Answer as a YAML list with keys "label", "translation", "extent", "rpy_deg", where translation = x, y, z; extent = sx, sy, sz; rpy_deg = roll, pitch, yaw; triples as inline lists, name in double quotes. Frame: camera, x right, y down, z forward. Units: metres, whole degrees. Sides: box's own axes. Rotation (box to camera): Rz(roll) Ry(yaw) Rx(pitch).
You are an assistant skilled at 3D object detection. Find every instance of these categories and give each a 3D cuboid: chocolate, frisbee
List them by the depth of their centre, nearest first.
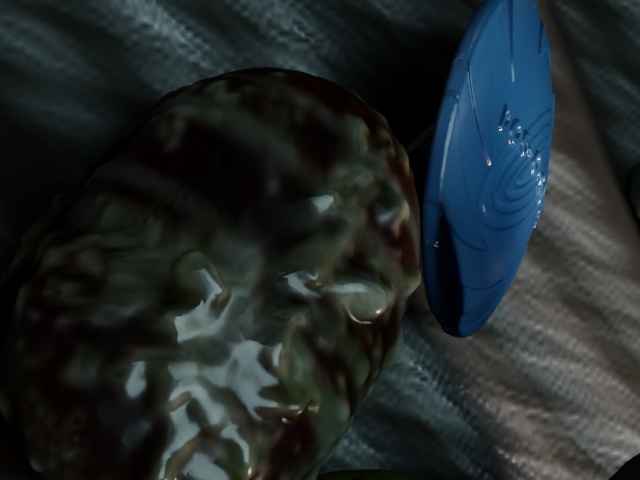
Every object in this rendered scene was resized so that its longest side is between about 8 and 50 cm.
- label: "chocolate"
  translation: [-0.062, 0.041, 0.927]
  extent: [0.225, 0.210, 0.340]
  rpy_deg: [38, 65, -5]
- label: "frisbee"
  translation: [0.126, -0.051, 1.107]
  extent: [0.242, 0.045, 0.242]
  rpy_deg: [10, 90, -68]

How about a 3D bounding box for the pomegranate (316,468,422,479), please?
- label: "pomegranate"
  translation: [0.026, 0.244, 1.012]
  extent: [0.180, 0.180, 0.210]
  rpy_deg: [48, 24, -23]

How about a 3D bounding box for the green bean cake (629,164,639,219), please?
- label: "green bean cake"
  translation: [0.355, -0.020, 1.311]
  extent: [0.185, 0.094, 0.183]
  rpy_deg: [-37, 108, -34]

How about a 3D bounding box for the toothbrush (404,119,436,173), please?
- label: "toothbrush"
  translation: [0.000, 0.000, 1.103]
  extent: [0.413, 0.035, 0.042]
  rpy_deg: [-39, 145, -27]

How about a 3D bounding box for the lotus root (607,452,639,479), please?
- label: "lotus root"
  translation: [0.142, 0.299, 1.031]
  extent: [0.111, 0.390, 0.375]
  rpy_deg: [35, 110, 6]
